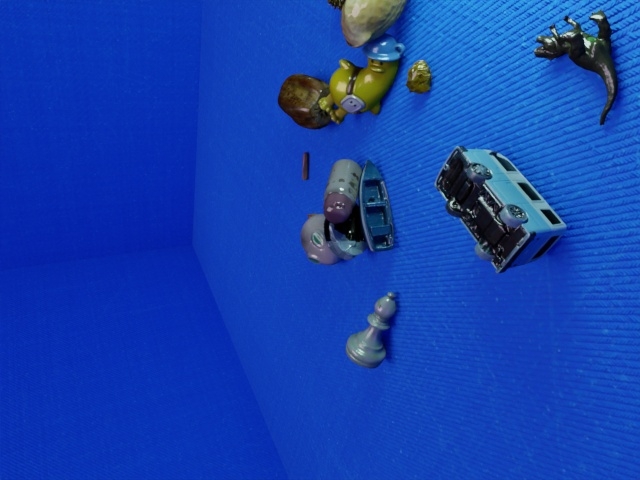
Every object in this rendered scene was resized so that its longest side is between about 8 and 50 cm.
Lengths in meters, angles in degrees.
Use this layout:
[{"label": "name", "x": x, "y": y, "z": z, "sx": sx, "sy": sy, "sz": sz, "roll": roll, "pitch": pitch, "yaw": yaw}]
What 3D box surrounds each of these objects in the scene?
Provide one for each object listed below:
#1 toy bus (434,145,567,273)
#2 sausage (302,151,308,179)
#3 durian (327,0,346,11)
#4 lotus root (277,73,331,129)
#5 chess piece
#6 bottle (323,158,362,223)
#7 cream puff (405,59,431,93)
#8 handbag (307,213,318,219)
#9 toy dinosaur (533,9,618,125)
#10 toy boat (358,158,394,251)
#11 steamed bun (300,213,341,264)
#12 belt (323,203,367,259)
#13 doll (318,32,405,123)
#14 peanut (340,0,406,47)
[{"label": "toy bus", "x": 0.387, "y": -0.078, "z": 1.104, "sx": 0.271, "sy": 0.165, "sz": 0.133, "roll": 63, "pitch": 148, "yaw": 33}, {"label": "sausage", "x": -0.062, "y": -0.307, "z": 2.098, "sx": 0.026, "sy": 0.026, "sz": 0.115, "roll": 34, "pitch": 126, "yaw": 57}, {"label": "durian", "x": 0.091, "y": -0.812, "z": 1.564, "sx": 0.139, "sy": 0.145, "sz": 0.252, "roll": -93, "pitch": 10, "yaw": -45}, {"label": "lotus root", "x": -0.050, "y": -0.509, "z": 1.872, "sx": 0.291, "sy": 0.193, "sz": 0.193, "roll": 41, "pitch": 133, "yaw": 49}, {"label": "chess piece", "x": 0.187, "y": 0.282, "z": 1.688, "sx": 0.139, "sy": 0.139, "sz": 0.271, "roll": 50, "pitch": 128, "yaw": 47}, {"label": "bottle", "x": 0.069, "y": -0.155, "z": 1.667, "sx": 0.110, "sy": 0.110, "sz": 0.233, "roll": 116, "pitch": 171, "yaw": -49}, {"label": "cream puff", "x": 0.263, "y": -0.438, "z": 1.368, "sx": 0.083, "sy": 0.058, "sz": 0.083, "roll": -52, "pitch": 54, "yaw": 54}, {"label": "handbag", "x": -0.030, "y": -0.069, "z": 2.100, "sx": 0.061, "sy": 0.027, "sz": 0.083, "roll": 10, "pitch": 108, "yaw": 61}, {"label": "toy dinosaur", "x": 0.502, "y": -0.336, "z": 0.970, "sx": 0.178, "sy": 0.087, "sz": 0.187, "roll": 54, "pitch": -172, "yaw": -32}, {"label": "toy boat", "x": 0.168, "y": -0.109, "z": 1.623, "sx": 0.062, "sy": 0.096, "sz": 0.298, "roll": 148, "pitch": 115, "yaw": -72}, {"label": "steamed bun", "x": 0.000, "y": 0.000, "z": 1.946, "sx": 0.228, "sy": 0.131, "sz": 0.177, "roll": 57, "pitch": 143, "yaw": 44}, {"label": "belt", "x": 0.089, "y": -0.032, "z": 1.729, "sx": 0.078, "sy": 0.151, "sz": 0.198, "roll": 147, "pitch": 119, "yaw": -60}, {"label": "doll", "x": 0.136, "y": -0.483, "z": 1.553, "sx": 0.199, "sy": 0.145, "sz": 0.363, "roll": 44, "pitch": 144, "yaw": -12}, {"label": "peanut", "x": 0.154, "y": -0.686, "z": 1.350, "sx": 0.158, "sy": 0.174, "sz": 0.339, "roll": -33, "pitch": -46, "yaw": -81}]
